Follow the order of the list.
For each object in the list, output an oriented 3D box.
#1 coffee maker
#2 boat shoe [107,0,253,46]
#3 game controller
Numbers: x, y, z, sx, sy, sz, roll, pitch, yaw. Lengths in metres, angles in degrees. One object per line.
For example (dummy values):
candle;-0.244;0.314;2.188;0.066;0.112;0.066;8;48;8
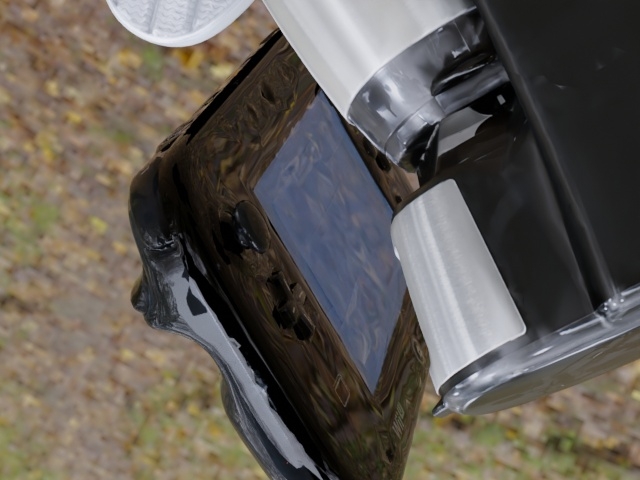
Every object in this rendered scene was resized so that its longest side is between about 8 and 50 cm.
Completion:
coffee maker;0.070;-0.065;0.419;0.171;0.178;0.120;-35;165;31
boat shoe;-0.042;-0.276;1.010;0.121;0.335;0.119;21;180;-2
game controller;0.000;0.000;0.732;0.067;0.319;0.166;-35;100;19
